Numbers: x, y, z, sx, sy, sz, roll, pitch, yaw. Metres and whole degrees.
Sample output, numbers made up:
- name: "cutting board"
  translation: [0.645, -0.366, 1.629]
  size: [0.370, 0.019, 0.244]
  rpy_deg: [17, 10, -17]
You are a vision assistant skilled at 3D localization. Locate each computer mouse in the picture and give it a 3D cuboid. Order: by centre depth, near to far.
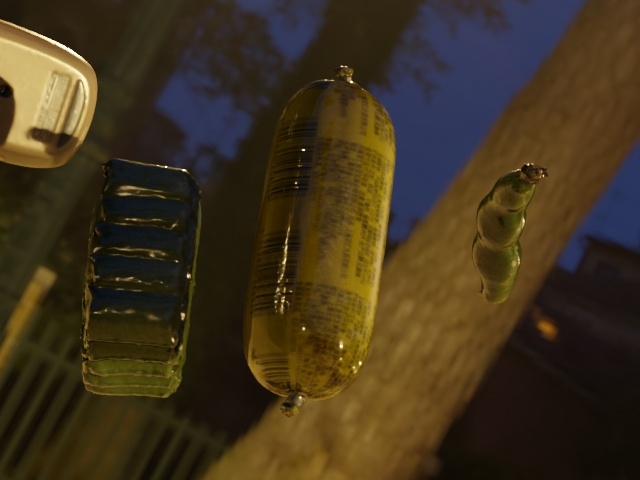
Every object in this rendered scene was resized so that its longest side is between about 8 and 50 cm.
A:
- name: "computer mouse"
  translation: [-0.353, -0.163, 2.026]
  size: [0.236, 0.145, 0.082]
  rpy_deg: [16, -1, -35]

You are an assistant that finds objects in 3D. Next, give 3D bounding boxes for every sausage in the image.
- name: "sausage"
  translation: [0.000, 0.000, 1.766]
  size: [0.123, 0.347, 0.123]
  rpy_deg: [8, -19, 3]

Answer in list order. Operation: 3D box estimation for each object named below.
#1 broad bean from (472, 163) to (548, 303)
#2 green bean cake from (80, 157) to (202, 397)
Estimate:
- name: "broad bean"
  translation: [0.186, -0.013, 1.934]
  size: [0.060, 0.043, 0.297]
  rpy_deg: [39, -23, 17]
- name: "green bean cake"
  translation: [-0.182, 0.041, 1.910]
  size: [0.113, 0.214, 0.200]
  rpy_deg: [7, -24, -4]
